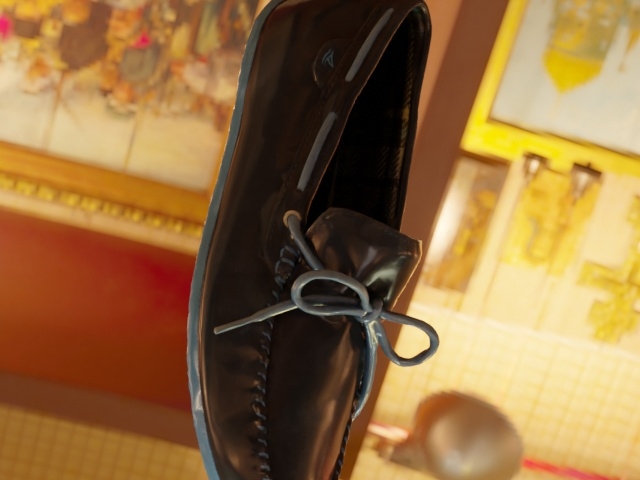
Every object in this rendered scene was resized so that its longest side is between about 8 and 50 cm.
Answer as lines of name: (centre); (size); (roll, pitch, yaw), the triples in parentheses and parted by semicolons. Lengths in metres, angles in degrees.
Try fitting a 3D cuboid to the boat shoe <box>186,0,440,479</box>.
boat shoe: (0.000, 0.000, 0.705); (0.089, 0.258, 0.109); (-3, 170, 33)
